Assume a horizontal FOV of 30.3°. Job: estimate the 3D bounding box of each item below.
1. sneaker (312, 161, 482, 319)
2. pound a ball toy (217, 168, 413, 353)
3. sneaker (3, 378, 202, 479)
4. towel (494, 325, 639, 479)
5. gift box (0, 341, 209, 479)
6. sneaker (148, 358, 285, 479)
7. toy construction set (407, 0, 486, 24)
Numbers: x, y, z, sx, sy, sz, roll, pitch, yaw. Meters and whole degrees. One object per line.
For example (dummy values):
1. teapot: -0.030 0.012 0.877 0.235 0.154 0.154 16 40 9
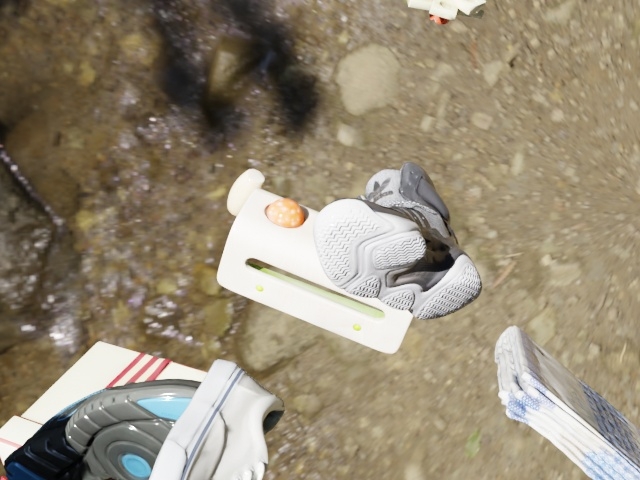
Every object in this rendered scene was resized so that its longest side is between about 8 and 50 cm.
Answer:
1. sneaker: 0.065 -0.017 1.244 0.101 0.269 0.153 -33 55 21
2. pound a ball toy: 0.000 0.000 1.673 0.319 0.208 0.135 23 125 4
3. sneaker: -0.213 0.198 1.297 0.341 0.139 0.125 -21 111 39
4. towel: 0.253 0.183 0.946 0.285 0.209 0.034 40 101 -1
5. gift box: -0.263 0.334 1.616 0.255 0.258 0.276 8 126 31
6. sneaker: -0.094 0.200 1.036 0.091 0.258 0.094 24 126 2
7. toy construction set: 0.143 -0.434 1.476 0.151 0.215 0.327 49 138 49
